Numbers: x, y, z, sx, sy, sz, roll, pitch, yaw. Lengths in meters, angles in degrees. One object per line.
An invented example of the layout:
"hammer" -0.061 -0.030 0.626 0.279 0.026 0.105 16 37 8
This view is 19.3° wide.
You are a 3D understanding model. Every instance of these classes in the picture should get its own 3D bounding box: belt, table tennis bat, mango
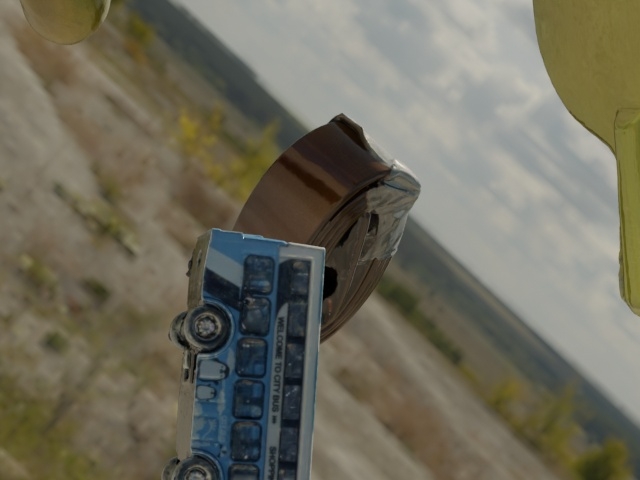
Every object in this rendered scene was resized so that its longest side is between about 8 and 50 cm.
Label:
"belt" 0.000 0.000 2.379 0.122 0.217 0.338 47 -41 25
"table tennis bat" 0.253 -0.118 1.479 0.224 0.054 0.368 7 -73 56
"mango" -0.275 -0.279 1.992 0.122 0.085 0.191 23 -29 22

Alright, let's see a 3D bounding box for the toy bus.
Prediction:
"toy bus" -0.072 0.143 1.718 0.131 0.297 0.106 5 -6 -13
